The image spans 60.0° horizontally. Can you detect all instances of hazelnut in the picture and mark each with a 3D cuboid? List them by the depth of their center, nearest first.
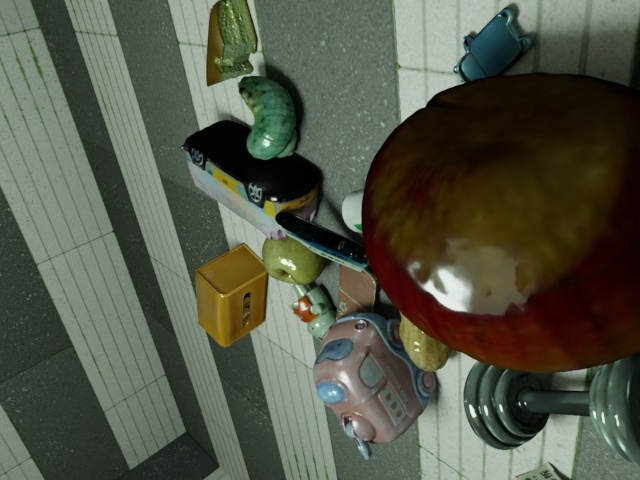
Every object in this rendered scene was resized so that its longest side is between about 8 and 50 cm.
[{"bbox_3d":[0.252,-0.010,0.712,0.429,0.402,0.402,13,125,42],"label":"hazelnut"}]

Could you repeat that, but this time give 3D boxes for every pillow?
[{"bbox_3d":[0.087,0.144,1.371,0.126,0.043,0.232,35,138,34],"label":"pillow"}]

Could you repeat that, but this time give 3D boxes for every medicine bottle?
[{"bbox_3d":[0.151,-0.066,1.070,0.260,0.095,0.095,-2,113,56],"label":"medicine bottle"}]

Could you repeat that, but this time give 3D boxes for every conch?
[{"bbox_3d":[-0.117,-0.272,1.259,0.176,0.122,0.188,-127,28,-52],"label":"conch"}]

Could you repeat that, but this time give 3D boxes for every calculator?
[{"bbox_3d":[0.253,-0.278,0.832,0.094,0.019,0.141,58,149,5],"label":"calculator"}]

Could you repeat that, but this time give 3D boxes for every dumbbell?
[{"bbox_3d":[0.402,0.264,0.901,0.406,0.179,0.179,-23,96,57],"label":"dumbbell"}]

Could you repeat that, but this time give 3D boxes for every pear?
[{"bbox_3d":[-0.064,0.038,1.402,0.167,0.136,0.167,20,151,12],"label":"pear"}]

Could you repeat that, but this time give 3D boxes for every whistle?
[{"bbox_3d":[-0.021,0.182,1.501,0.102,0.106,0.253,-37,84,41],"label":"whistle"}]

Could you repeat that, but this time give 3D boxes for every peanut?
[{"bbox_3d":[0.211,0.175,1.173,0.108,0.095,0.226,7,119,48],"label":"peanut"}]

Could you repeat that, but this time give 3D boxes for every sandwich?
[{"bbox_3d":[-0.211,-0.437,1.284,0.088,0.090,0.244,52,147,19],"label":"sandwich"}]

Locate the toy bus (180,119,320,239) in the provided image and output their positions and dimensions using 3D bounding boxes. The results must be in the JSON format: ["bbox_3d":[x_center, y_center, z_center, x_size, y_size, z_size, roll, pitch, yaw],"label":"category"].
[{"bbox_3d":[-0.165,-0.148,1.390,0.386,0.171,0.162,33,144,34],"label":"toy bus"}]

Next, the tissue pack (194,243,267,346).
[{"bbox_3d":[-0.280,0.181,1.770,0.145,0.194,0.274,41,144,28],"label":"tissue pack"}]

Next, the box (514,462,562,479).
[{"bbox_3d":[0.477,0.621,1.098,0.221,0.091,0.274,-126,23,-56],"label":"box"}]

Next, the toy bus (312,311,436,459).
[{"bbox_3d":[0.104,0.326,1.272,0.197,0.232,0.294,-20,105,46],"label":"toy bus"}]

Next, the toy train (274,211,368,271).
[{"bbox_3d":[0.000,0.000,1.256,0.234,0.052,0.051,23,149,-8],"label":"toy train"}]
